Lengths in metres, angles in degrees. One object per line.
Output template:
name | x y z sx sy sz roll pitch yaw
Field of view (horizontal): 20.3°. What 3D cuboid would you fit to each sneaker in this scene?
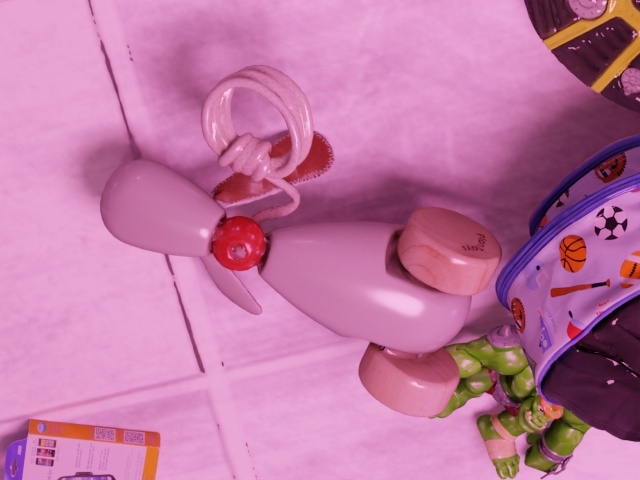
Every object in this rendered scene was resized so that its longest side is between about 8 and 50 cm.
sneaker | 0.349 -0.171 1.419 0.385 0.147 0.145 16 120 7

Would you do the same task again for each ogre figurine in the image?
ogre figurine | 0.171 0.136 1.587 0.197 0.097 0.118 46 124 -9

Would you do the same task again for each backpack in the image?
backpack | 0.280 0.030 1.426 0.263 0.213 0.276 -2 142 -41

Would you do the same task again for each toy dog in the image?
toy dog | 0.000 0.000 1.488 0.334 0.161 0.220 41 111 -7

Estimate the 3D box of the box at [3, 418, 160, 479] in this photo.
box | -0.218 0.207 1.622 0.136 0.028 0.081 8 117 -7
